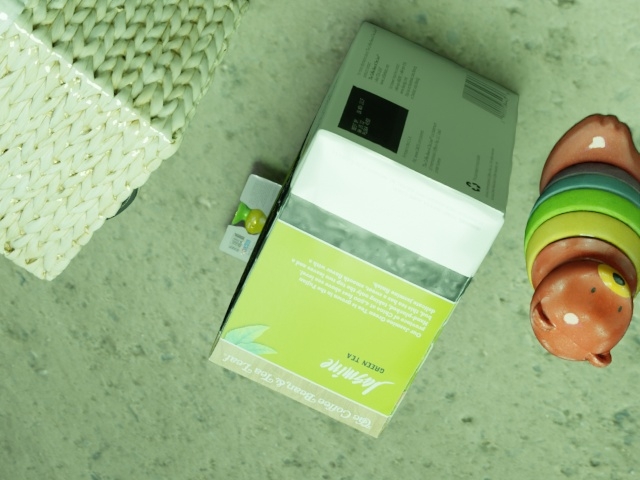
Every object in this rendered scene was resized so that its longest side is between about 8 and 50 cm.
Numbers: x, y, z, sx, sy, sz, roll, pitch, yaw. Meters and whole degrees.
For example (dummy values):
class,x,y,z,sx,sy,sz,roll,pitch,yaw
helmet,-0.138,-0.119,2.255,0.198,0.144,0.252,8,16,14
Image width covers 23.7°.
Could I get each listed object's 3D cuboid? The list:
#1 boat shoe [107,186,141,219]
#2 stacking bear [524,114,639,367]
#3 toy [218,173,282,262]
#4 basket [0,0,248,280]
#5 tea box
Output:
class,x,y,z,sx,sy,sz,roll,pitch,yaw
boat shoe,-0.328,-0.037,2.063,0.206,0.065,0.075,-22,118,31
stacking bear,0.309,0.021,1.751,0.175,0.289,0.164,40,128,-15
toy,0.000,0.000,1.988,0.237,0.056,0.137,22,127,-5
basket,-0.299,-0.189,1.763,0.266,0.331,0.328,37,130,-15
tea box,0.057,-0.019,1.745,0.220,0.329,0.323,26,120,-3
